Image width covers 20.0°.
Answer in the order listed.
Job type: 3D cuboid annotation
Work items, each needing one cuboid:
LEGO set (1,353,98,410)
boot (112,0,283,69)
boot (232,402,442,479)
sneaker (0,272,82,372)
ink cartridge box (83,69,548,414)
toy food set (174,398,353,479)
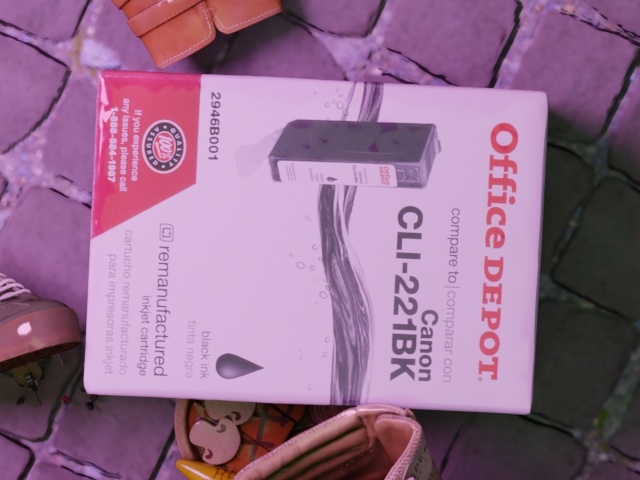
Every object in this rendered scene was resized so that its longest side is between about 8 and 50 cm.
[{"bbox_3d":[-0.184,0.086,1.203,0.083,0.023,0.054,36,102,-19],"label":"LEGO set"},{"bbox_3d":[-0.130,-0.176,1.127,0.197,0.073,0.152,-20,104,7],"label":"boot"},{"bbox_3d":[0.091,0.182,1.093,0.262,0.095,0.203,-11,129,8],"label":"boot"},{"bbox_3d":[-0.221,0.044,1.131,0.064,0.192,0.086,-10,83,-41],"label":"sneaker"},{"bbox_3d":[0.000,0.000,1.123,0.273,0.114,0.197,3,92,0],"label":"ink cartridge box"},{"bbox_3d":[-0.031,0.124,1.195,0.132,0.038,0.192,29,100,-4],"label":"toy food set"}]
